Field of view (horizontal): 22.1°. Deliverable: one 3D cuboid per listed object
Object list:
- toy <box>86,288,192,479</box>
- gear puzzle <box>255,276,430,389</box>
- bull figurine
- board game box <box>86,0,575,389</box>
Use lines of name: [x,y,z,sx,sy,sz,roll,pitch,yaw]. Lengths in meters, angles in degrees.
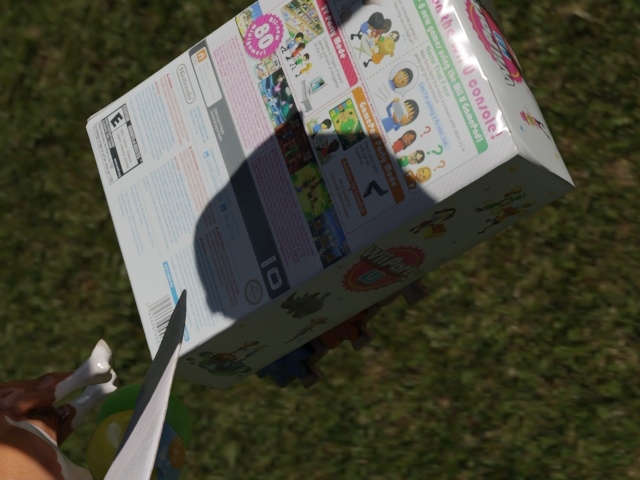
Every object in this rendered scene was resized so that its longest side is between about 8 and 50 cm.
toy: [-0.071,0.131,0.621,0.237,0.056,0.137,-93,28,-65]
gear puzzle: [0.000,0.000,1.306,0.175,0.044,0.339,52,135,4]
bull figurine: [-0.205,0.158,1.128,0.188,0.101,0.310,-30,49,-14]
board game box: [-0.004,-0.063,1.160,0.303,0.097,0.224,-31,61,22]
